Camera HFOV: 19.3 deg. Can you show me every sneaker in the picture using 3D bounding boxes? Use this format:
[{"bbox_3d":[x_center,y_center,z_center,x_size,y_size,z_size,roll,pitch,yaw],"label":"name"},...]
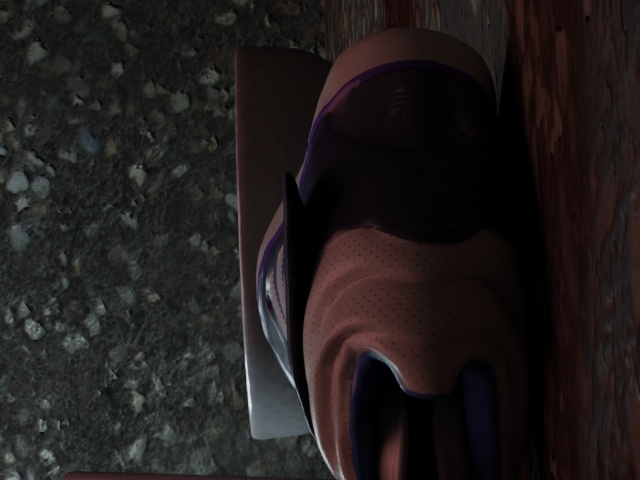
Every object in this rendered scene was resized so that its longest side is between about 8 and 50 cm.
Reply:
[{"bbox_3d":[0.031,0.075,0.965,0.323,0.130,0.236,99,174,-52],"label":"sneaker"}]

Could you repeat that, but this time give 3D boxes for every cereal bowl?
[{"bbox_3d":[0.000,0.000,1.628,0.339,0.141,0.339,178,90,-88],"label":"cereal bowl"}]

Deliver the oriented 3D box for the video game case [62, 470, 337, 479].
[{"bbox_3d":[-0.050,0.283,1.062,0.036,0.329,0.300,20,-108,-46],"label":"video game case"}]
